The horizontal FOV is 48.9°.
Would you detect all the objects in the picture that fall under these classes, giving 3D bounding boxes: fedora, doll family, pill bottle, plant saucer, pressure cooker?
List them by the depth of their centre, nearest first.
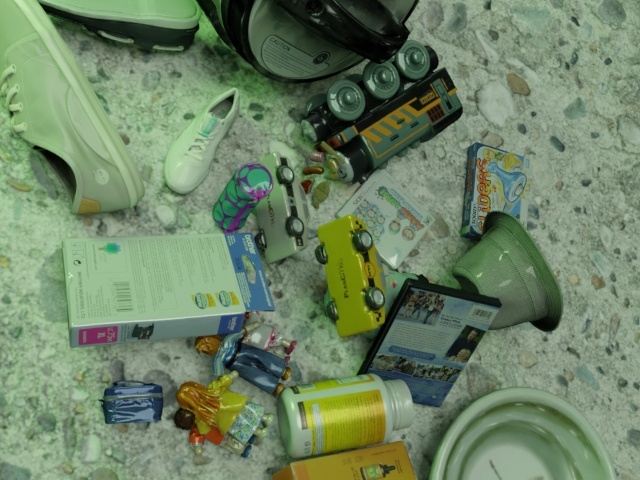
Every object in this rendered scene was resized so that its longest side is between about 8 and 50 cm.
[{"bbox_3d":[-0.141,0.220,1.140,0.163,0.118,0.263,28,69,-12],"label":"doll family"},{"bbox_3d":[-0.029,-0.474,1.170,0.370,0.375,0.420,-21,65,-19],"label":"pressure cooker"},{"bbox_3d":[0.042,0.290,1.184,0.215,0.117,0.117,-6,79,-15],"label":"pill bottle"},{"bbox_3d":[0.354,0.470,1.278,0.400,0.100,0.400,5,75,-20],"label":"plant saucer"},{"bbox_3d":[0.326,0.078,1.297,0.124,0.275,0.243,-28,81,-1],"label":"fedora"}]

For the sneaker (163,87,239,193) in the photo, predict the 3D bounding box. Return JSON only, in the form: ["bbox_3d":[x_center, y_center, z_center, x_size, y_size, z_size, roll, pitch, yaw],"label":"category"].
[{"bbox_3d":[-0.204,-0.182,1.230,0.080,0.094,0.212,30,69,-13],"label":"sneaker"}]

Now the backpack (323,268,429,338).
[{"bbox_3d":[0.100,0.107,1.264,0.182,0.115,0.152,13,75,-14],"label":"backpack"}]

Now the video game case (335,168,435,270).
[{"bbox_3d":[0.128,-0.044,1.363,0.157,0.019,0.143,44,66,-6],"label":"video game case"}]

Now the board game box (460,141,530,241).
[{"bbox_3d":[0.363,-0.091,1.456,0.136,0.035,0.201,13,73,-18],"label":"board game box"}]

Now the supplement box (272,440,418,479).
[{"bbox_3d":[0.043,0.392,1.159,0.233,0.080,0.078,-1,60,-31],"label":"supplement box"}]

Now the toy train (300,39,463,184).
[{"bbox_3d":[0.122,-0.247,1.353,0.334,0.142,0.190,-35,99,-24],"label":"toy train"}]

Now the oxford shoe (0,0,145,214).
[{"bbox_3d":[-0.444,-0.231,1.117,0.130,0.169,0.449,-32,95,-23],"label":"oxford shoe"}]

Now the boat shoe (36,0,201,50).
[{"bbox_3d":[-0.363,-0.390,1.222,0.302,0.091,0.114,9,54,-17],"label":"boat shoe"}]

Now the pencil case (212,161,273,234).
[{"bbox_3d":[-0.135,-0.071,1.197,0.064,0.152,0.070,3,66,-24],"label":"pencil case"}]

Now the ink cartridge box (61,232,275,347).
[{"bbox_3d":[-0.243,0.071,1.126,0.311,0.065,0.186,-4,45,-20],"label":"ink cartridge box"}]

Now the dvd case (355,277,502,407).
[{"bbox_3d":[0.181,0.185,1.229,0.180,0.253,0.022,14,30,-17],"label":"dvd case"}]

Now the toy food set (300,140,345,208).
[{"bbox_3d":[0.000,-0.124,1.292,0.078,0.122,0.019,43,40,7],"label":"toy food set"}]

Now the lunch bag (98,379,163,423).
[{"bbox_3d":[-0.297,0.252,1.101,0.098,0.067,0.065,2,76,-19],"label":"lunch bag"}]

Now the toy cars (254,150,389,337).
[{"bbox_3d":[0.000,0.000,1.198,0.087,0.176,0.394,0,33,-46],"label":"toy cars"}]
